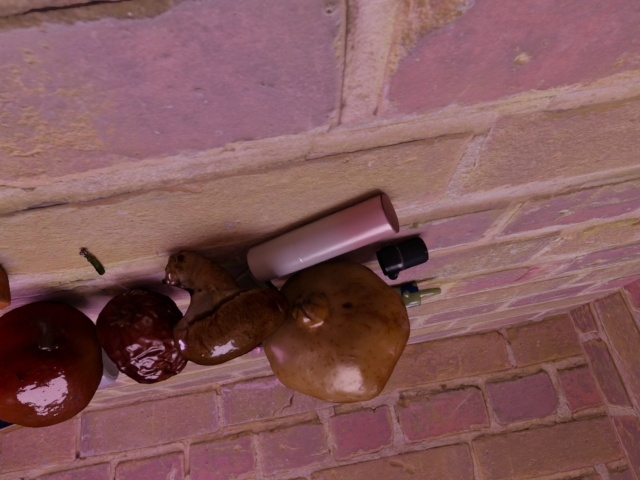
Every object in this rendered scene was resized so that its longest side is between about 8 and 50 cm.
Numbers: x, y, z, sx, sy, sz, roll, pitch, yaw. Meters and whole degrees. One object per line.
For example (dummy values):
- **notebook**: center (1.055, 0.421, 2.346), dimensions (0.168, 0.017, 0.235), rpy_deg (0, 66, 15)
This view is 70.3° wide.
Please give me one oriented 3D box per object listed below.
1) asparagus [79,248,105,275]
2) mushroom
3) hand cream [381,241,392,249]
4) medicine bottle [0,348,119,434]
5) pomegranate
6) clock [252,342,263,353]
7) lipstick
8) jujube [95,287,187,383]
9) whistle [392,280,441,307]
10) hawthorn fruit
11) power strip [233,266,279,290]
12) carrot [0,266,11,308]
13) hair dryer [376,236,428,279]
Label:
- **asparagus**: center (-0.467, 0.045, 0.935), dimensions (0.018, 0.015, 0.127), rpy_deg (-9, 158, -12)
- **mushroom**: center (-0.195, 0.150, 0.964), dimensions (0.268, 0.267, 0.254), rpy_deg (-12, 118, 2)
- **hand cream**: center (0.176, 0.030, 1.227), dimensions (0.030, 0.019, 0.093), rpy_deg (-13, 156, -3)
- **medicine bottle**: center (-0.839, 0.430, 1.396), dimensions (0.396, 0.242, 0.242), rpy_deg (-14, 159, -5)
- **pomegranate**: center (0.029, 0.220, 1.160), dimensions (0.411, 0.409, 0.410), rpy_deg (-10, 158, -4)
- **clock**: center (-0.170, 0.251, 1.384), dimensions (0.100, 0.194, 0.196), rpy_deg (46, 140, -17)
- **lipstick**: center (0.000, 0.000, 0.966), dimensions (0.327, 0.087, 0.087), rpy_deg (-22, 156, 23)
- **jujube**: center (-0.431, 0.237, 1.142), dimensions (0.213, 0.212, 0.232), rpy_deg (-12, 135, -1)
- **whistle**: center (0.314, 0.196, 1.617), dimensions (0.228, 0.084, 0.105), rpy_deg (-13, 159, 6)
- **hawthorn fruit**: center (-0.663, 0.279, 1.082), dimensions (0.295, 0.295, 0.311), rpy_deg (-2, 122, -23)
- **power strip**: center (-0.224, 0.165, 1.169), dimensions (0.257, 0.105, 0.070), rpy_deg (-38, -170, 24)
- **carrot**: center (-0.720, 0.092, 0.815), dimensions (0.259, 0.100, 0.307), rpy_deg (-12, 160, 8)
- **hair dryer**: center (0.217, 0.069, 1.248), dimensions (0.125, 0.071, 0.219), rpy_deg (-17, 157, -5)
